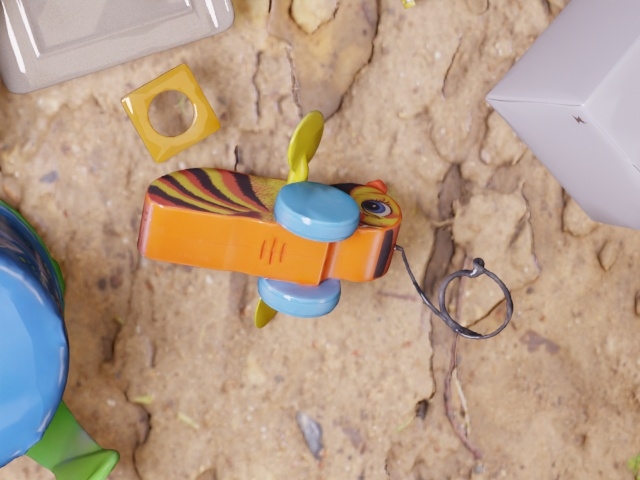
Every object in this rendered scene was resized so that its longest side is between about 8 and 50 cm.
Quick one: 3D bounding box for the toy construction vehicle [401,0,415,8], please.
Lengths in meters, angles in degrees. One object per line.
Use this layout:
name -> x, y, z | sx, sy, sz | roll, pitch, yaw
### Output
toy construction vehicle -> 0.103, -0.259, 1.290 | 0.098, 0.035, 0.086 | -25, 105, -17

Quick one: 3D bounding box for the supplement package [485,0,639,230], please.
supplement package -> 0.329, -0.170, 1.314 | 0.293, 0.175, 0.177 | -48, 112, -10

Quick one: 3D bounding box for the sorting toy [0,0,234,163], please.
sorting toy -> -0.186, -0.228, 1.176 | 0.196, 0.047, 0.348 | -19, 101, -11

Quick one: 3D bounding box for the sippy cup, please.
sippy cup -> -0.287, 0.074, 1.078 | 0.305, 0.224, 0.240 | 8, 93, -22

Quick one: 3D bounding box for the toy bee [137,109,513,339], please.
toy bee -> 0.000, 0.000, 1.241 | 0.298, 0.162, 0.195 | 33, 116, -9
